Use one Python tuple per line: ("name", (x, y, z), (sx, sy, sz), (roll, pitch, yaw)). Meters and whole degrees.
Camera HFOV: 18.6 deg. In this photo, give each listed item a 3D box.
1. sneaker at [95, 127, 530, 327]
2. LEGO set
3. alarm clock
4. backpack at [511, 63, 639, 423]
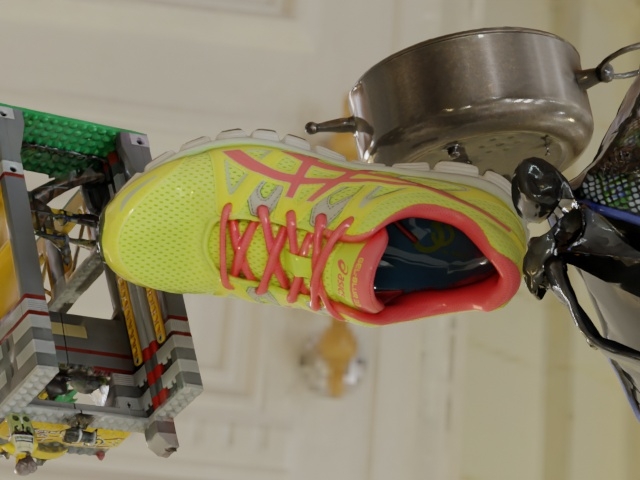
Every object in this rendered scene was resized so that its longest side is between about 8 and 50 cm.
("sneaker", (0.000, 0.000, 0.907), (0.208, 0.081, 0.094), (-1, -158, -3))
("LEGO set", (-0.221, 0.056, 1.001), (0.331, 0.192, 0.255), (18, 136, -42))
("alarm clock", (0.100, -0.069, 1.059), (0.192, 0.064, 0.129), (-22, 157, 22))
("backpack", (0.250, 0.028, 0.780), (0.263, 0.213, 0.276), (27, 167, 34))
